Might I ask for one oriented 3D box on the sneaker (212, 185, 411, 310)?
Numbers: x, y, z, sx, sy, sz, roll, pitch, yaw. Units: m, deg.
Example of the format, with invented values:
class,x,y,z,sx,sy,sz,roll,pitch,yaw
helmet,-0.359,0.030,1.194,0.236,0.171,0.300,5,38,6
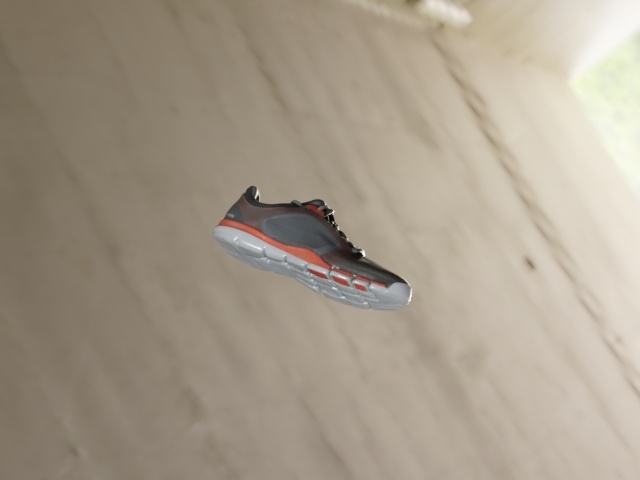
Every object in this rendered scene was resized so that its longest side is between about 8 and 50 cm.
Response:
class,x,y,z,sx,sy,sz,roll,pitch,yaw
sneaker,0.000,0.000,1.378,0.158,0.065,0.061,22,162,13
